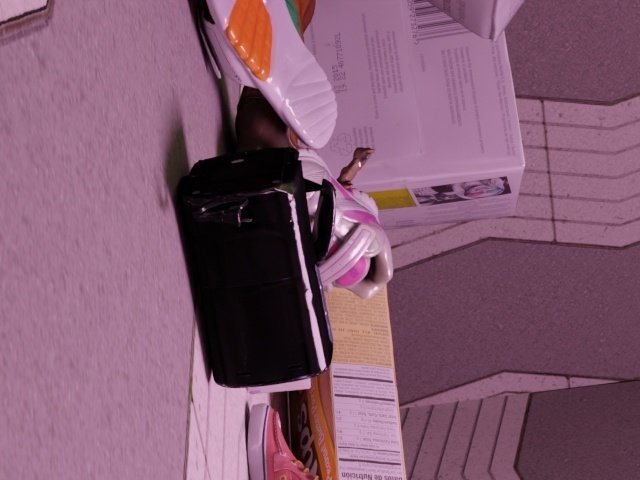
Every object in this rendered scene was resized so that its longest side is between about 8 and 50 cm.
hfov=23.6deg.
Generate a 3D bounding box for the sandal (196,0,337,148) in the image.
[{"bbox_3d":[-0.071,-0.190,1.537,0.265,0.076,0.102,59,44,-37],"label":"sandal"}]

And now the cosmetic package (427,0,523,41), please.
[{"bbox_3d":[0.094,-0.446,1.392,0.329,0.394,0.327,-54,174,1],"label":"cosmetic package"}]

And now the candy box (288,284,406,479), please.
[{"bbox_3d":[0.024,0.199,1.751,0.183,0.088,0.316,110,-19,-49],"label":"candy box"}]

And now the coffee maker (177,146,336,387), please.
[{"bbox_3d":[-0.060,0.030,1.273,0.171,0.120,0.178,-41,125,-57],"label":"coffee maker"}]

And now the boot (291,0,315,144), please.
[{"bbox_3d":[-0.069,-0.261,1.931,0.264,0.096,0.280,72,23,-74],"label":"boot"}]

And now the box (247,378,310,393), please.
[{"bbox_3d":[-0.041,0.058,1.637,0.324,0.067,0.063,-89,171,-67],"label":"box"}]

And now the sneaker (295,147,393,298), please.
[{"bbox_3d":[0.005,-0.011,1.580,0.252,0.103,0.111,23,30,-53],"label":"sneaker"}]

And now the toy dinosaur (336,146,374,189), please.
[{"bbox_3d":[0.000,0.000,1.960,0.295,0.127,0.200,-69,158,-70],"label":"toy dinosaur"}]

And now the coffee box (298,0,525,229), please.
[{"bbox_3d":[0.114,-0.211,2.310,0.334,0.338,0.337,66,17,-77],"label":"coffee box"}]

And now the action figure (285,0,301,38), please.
[{"bbox_3d":[-0.063,-0.260,1.785,0.232,0.064,0.137,59,24,-55],"label":"action figure"}]

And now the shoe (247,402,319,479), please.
[{"bbox_3d":[-0.023,0.236,1.453,0.063,0.081,0.178,75,8,-59],"label":"shoe"}]

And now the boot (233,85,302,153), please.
[{"bbox_3d":[-0.062,-0.068,1.663,0.219,0.082,0.106,74,27,-55],"label":"boot"}]
